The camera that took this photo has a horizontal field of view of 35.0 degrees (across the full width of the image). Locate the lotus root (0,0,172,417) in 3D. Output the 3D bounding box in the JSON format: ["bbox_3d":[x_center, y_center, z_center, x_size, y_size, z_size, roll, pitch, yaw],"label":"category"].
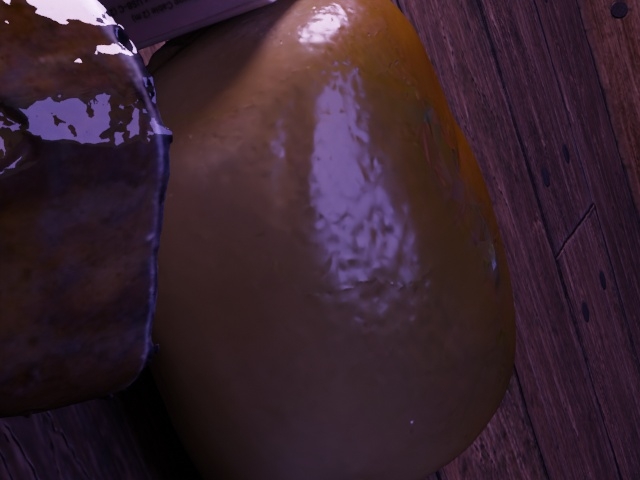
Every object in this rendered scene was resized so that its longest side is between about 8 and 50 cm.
[{"bbox_3d":[-0.205,-0.025,0.480,0.192,0.272,0.272,-20,97,-50],"label":"lotus root"}]

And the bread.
[{"bbox_3d":[0.000,0.000,0.789,0.348,0.253,0.376,-38,110,-53],"label":"bread"}]

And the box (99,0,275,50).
[{"bbox_3d":[-0.147,-0.256,0.677,0.251,0.203,0.106,66,31,-19],"label":"box"}]
